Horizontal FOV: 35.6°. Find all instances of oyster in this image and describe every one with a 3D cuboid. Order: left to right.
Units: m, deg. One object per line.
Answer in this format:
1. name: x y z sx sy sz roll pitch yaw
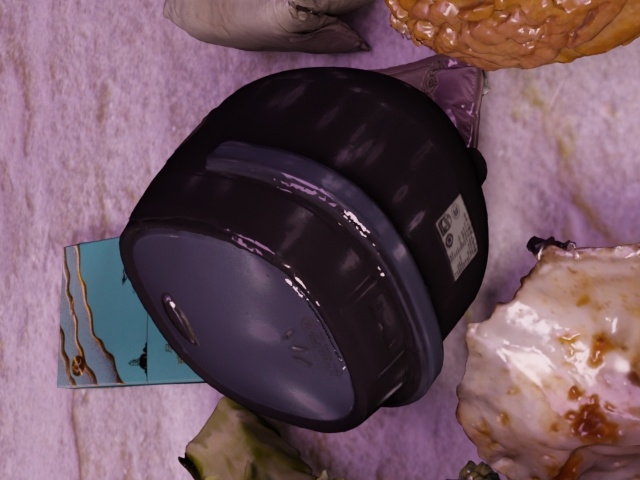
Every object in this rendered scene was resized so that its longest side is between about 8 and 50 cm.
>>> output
1. oyster: 0.239 0.052 0.668 0.337 0.133 0.198 -41 57 22

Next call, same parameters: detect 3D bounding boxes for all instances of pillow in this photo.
1. pillow: -0.052 -0.220 0.950 0.181 0.134 0.078 9 99 39
2. pillow: 0.047 -0.103 0.905 0.233 0.038 0.130 3 82 40

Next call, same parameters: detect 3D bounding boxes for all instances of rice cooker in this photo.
1. rice cooker: 0.000 0.000 0.776 0.267 0.267 0.224 10 45 39

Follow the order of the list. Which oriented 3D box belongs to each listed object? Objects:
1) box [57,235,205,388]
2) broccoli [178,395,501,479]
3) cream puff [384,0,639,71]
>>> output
1. box: -0.188 0.072 1.051 0.229 0.041 0.162 -9 75 36
2. broccoli: 0.009 0.237 0.779 0.361 0.252 0.221 -121 45 -78
3. cream puff: 0.150 -0.296 0.743 0.343 0.231 0.327 10 91 39
